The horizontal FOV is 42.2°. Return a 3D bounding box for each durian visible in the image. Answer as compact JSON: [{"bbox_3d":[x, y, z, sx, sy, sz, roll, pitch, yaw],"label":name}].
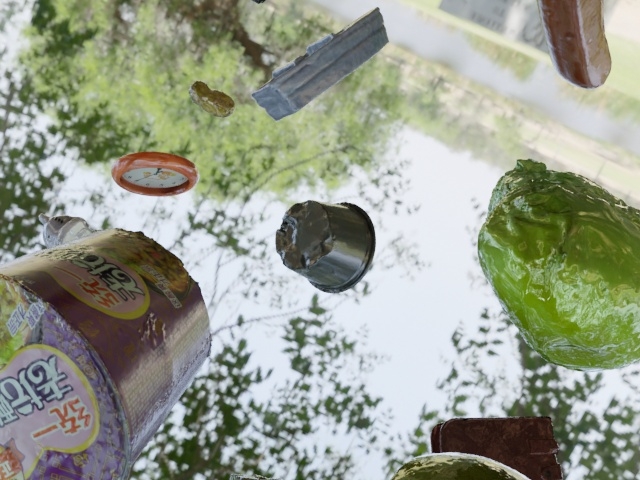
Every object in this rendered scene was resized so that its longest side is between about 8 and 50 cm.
[{"bbox_3d":[0.283,0.035,0.937,0.256,0.204,0.339,42,-161,2],"label":"durian"}]

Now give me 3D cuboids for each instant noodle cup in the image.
[{"bbox_3d":[-0.308,0.137,1.039,0.339,0.340,0.266,28,-150,11],"label":"instant noodle cup"}]

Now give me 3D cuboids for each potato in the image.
[{"bbox_3d":[-0.191,-0.245,1.452,0.092,0.045,0.046,28,172,6],"label":"potato"}]

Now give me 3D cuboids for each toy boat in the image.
[{"bbox_3d":[0.012,-0.308,1.419,0.078,0.283,0.127,56,158,-11],"label":"toy boat"}]

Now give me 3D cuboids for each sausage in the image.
[{"bbox_3d":[0.346,-0.311,1.149,0.089,0.083,0.300,32,167,34],"label":"sausage"}]

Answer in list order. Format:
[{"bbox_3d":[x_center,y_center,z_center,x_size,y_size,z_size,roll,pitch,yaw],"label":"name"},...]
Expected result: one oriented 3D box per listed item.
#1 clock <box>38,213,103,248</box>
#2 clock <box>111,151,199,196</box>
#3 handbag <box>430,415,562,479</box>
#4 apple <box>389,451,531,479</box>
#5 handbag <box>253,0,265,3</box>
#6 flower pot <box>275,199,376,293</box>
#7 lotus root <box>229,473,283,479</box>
[{"bbox_3d":[-0.388,0.021,1.384,0.117,0.080,0.176,21,157,48],"label":"clock"},{"bbox_3d":[-0.389,-0.159,1.957,0.205,0.051,0.205,-3,160,-1],"label":"clock"},{"bbox_3d":[0.380,0.502,1.765,0.275,0.260,0.084,1,158,-10],"label":"handbag"},{"bbox_3d":[0.129,0.357,0.812,0.254,0.292,0.292,38,-176,-34],"label":"apple"},{"bbox_3d":[-0.101,-0.540,1.339,0.080,0.223,0.247,42,179,35],"label":"handbag"},{"bbox_3d":[0.000,0.000,1.357,0.157,0.157,0.107,36,-171,39],"label":"flower pot"},{"bbox_3d":[-0.161,0.612,1.950,0.138,0.119,0.235,7,166,-5],"label":"lotus root"}]
